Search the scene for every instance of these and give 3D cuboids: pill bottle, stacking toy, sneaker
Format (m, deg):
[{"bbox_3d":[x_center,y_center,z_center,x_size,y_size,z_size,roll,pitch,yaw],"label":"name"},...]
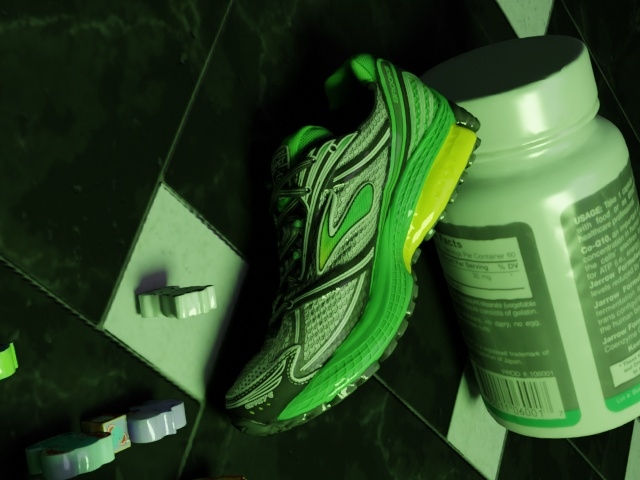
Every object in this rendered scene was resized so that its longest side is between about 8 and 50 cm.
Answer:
[{"bbox_3d":[0.217,-0.004,1.143,0.204,0.204,0.361,-44,123,-47],"label":"pill bottle"},{"bbox_3d":[-0.137,0.132,0.767,0.221,0.052,0.167,-18,103,-53],"label":"stacking toy"},{"bbox_3d":[0.000,0.000,0.932,0.146,0.134,0.343,34,62,-20],"label":"sneaker"}]
